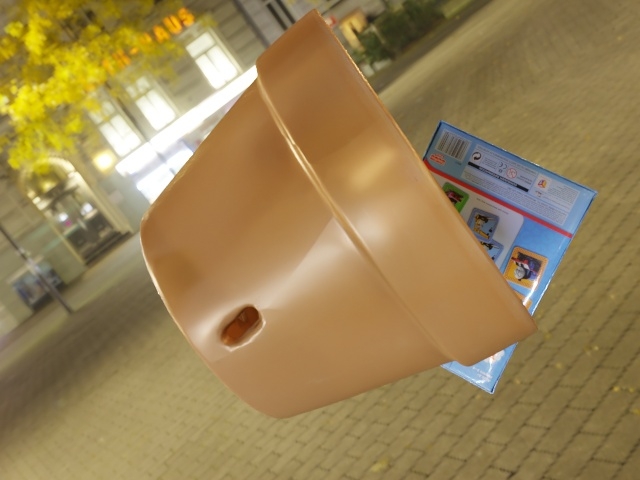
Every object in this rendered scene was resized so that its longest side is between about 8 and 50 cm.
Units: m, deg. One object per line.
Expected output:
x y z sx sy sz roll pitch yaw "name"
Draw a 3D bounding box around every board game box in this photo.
0.142 0.015 0.789 0.212 0.160 0.039 -65 -14 9 "board game box"

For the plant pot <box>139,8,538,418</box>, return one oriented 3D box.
0.000 0.000 0.639 0.203 0.291 0.291 -34 11 9 "plant pot"
